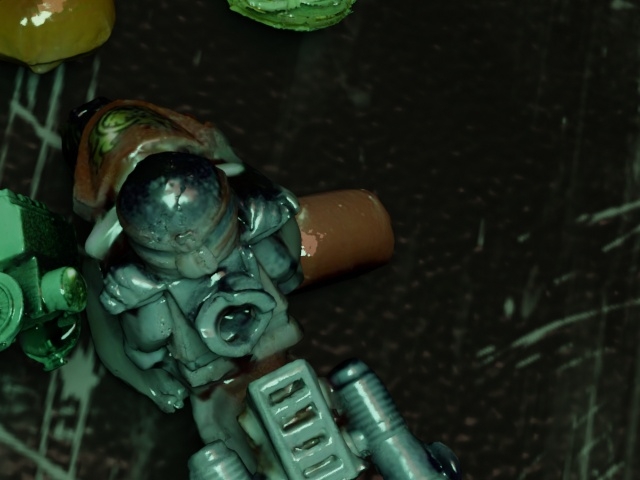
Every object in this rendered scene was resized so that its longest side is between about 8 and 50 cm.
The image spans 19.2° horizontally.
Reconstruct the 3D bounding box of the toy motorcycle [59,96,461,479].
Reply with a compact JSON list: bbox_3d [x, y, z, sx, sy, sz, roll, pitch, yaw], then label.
[{"bbox_3d":[-0.033,0.076,1.026,0.134,0.207,0.401,-27,80,-14],"label":"toy motorcycle"}]

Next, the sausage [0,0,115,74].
[{"bbox_3d":[-0.177,-0.209,1.161,0.098,0.098,0.238,0,65,-23],"label":"sausage"}]

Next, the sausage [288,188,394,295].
[{"bbox_3d":[0.000,-0.001,1.156,0.094,0.059,0.054,-15,82,-30],"label":"sausage"}]

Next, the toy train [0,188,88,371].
[{"bbox_3d":[-0.201,0.030,1.010,0.070,0.172,0.099,24,52,-60],"label":"toy train"}]

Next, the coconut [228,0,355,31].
[{"bbox_3d":[-0.029,-0.200,1.237,0.133,0.055,0.158,-16,76,-29],"label":"coconut"}]
